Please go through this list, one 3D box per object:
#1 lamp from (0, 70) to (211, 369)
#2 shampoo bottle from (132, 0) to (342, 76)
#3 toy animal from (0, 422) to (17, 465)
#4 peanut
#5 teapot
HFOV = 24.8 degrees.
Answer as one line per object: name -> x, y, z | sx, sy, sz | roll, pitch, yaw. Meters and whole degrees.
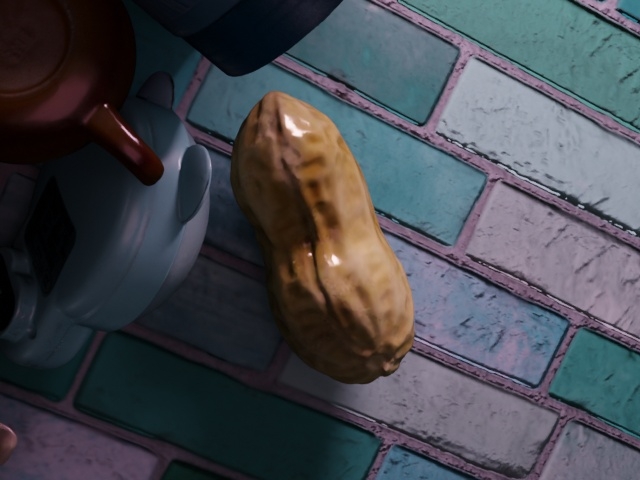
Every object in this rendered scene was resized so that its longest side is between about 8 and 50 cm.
lamp -> -0.201, -0.005, 1.306 | 0.284, 0.209, 0.147 | -40, 130, 10
shampoo bottle -> -0.103, -0.367, 1.189 | 0.343, 0.331, 0.331 | 39, 88, -20
toy animal -> -0.382, 0.102, 1.285 | 0.149, 0.165, 0.248 | -29, 110, -7
peanut -> 0.000, 0.000, 1.398 | 0.147, 0.147, 0.305 | -21, 105, -13
teapot -> -0.219, -0.131, 1.193 | 0.252, 0.135, 0.178 | 42, 87, 10
